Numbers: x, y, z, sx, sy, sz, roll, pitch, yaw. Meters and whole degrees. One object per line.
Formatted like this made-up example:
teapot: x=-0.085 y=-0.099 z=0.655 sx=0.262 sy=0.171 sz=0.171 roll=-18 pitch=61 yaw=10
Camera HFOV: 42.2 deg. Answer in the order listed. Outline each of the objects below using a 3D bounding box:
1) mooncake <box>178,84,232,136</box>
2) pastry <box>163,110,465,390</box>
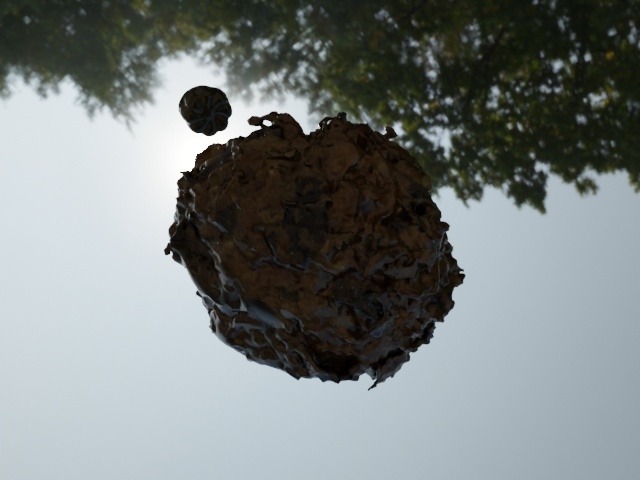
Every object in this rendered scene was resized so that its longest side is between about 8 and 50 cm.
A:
mooncake: x=-0.250 y=-0.122 z=0.828 sx=0.347 sy=0.150 sz=0.057 roll=-29 pitch=-149 yaw=-26
pastry: x=0.000 y=0.000 z=0.737 sx=0.275 sy=0.274 sz=0.193 roll=7 pitch=-149 yaw=34
